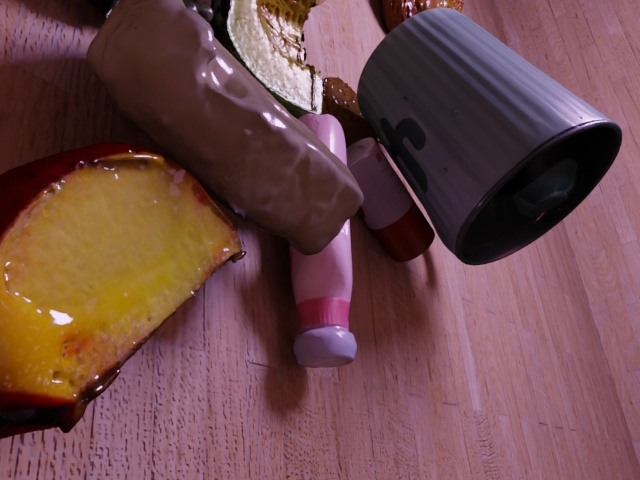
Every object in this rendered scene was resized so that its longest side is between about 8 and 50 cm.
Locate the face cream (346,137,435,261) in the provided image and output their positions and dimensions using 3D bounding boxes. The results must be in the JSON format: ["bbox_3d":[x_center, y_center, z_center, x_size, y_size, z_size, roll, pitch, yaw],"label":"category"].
[{"bbox_3d":[0.111,-0.068,1.007,0.214,0.095,0.096,52,35,-23],"label":"face cream"}]

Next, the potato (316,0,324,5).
[{"bbox_3d":[-0.054,-0.537,1.029,0.150,0.146,0.234,-42,129,-14],"label":"potato"}]

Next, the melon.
[{"bbox_3d":[-0.097,-0.303,0.836,0.169,0.129,0.265,8,76,-39],"label":"melon"}]

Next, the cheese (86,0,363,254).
[{"bbox_3d":[-0.091,-0.126,0.613,0.326,0.115,0.318,44,7,-2],"label":"cheese"}]

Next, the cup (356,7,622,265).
[{"bbox_3d":[0.252,-0.155,1.020,0.310,0.401,0.392,-4,49,-40],"label":"cup"}]

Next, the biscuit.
[{"bbox_3d":[0.053,-0.224,1.087,0.187,0.027,0.188,35,42,-40],"label":"biscuit"}]

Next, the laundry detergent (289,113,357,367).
[{"bbox_3d":[0.000,0.000,0.775,0.159,0.087,0.336,95,-7,-66],"label":"laundry detergent"}]

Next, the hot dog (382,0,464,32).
[{"bbox_3d":[0.266,-0.697,1.564,0.267,0.174,0.388,35,45,-37],"label":"hot dog"}]

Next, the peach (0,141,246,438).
[{"bbox_3d":[-0.205,0.025,0.433,0.159,0.153,0.267,62,40,-23],"label":"peach"}]

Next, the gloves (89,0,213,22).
[{"bbox_3d":[-0.224,-0.317,0.662,0.268,0.107,0.136,4,98,-67],"label":"gloves"}]
